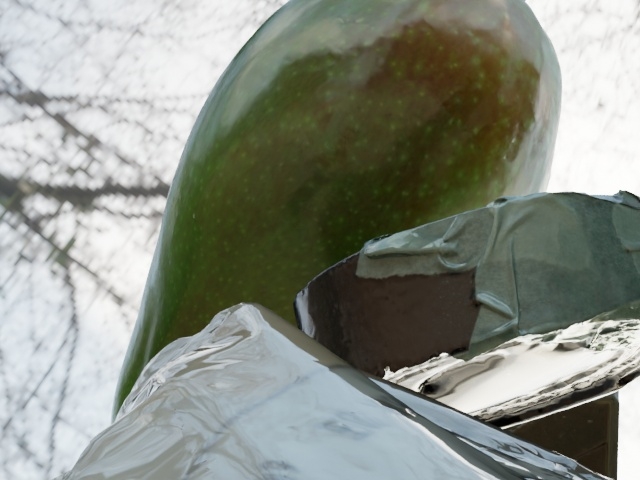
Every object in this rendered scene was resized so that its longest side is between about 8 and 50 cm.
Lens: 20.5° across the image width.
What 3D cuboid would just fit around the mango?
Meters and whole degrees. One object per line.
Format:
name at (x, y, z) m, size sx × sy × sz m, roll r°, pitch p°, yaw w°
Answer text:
mango at (0.000, 0.000, 1.068) m, size 0.201 × 0.225 × 0.382 m, roll 38°, pitch -81°, yaw 19°

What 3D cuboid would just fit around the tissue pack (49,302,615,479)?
tissue pack at (0.064, 0.153, 0.327) m, size 0.390 × 0.375 × 0.195 m, roll 26°, pitch -67°, yaw 16°

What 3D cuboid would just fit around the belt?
belt at (0.079, 0.038, 0.849) m, size 0.198 × 0.078 × 0.151 m, roll -23°, pitch -25°, yaw 31°

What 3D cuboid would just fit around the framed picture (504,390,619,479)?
framed picture at (0.135, 0.233, 1.628) m, size 0.281 × 0.019 × 0.209 m, roll 3°, pitch -92°, yaw -1°
